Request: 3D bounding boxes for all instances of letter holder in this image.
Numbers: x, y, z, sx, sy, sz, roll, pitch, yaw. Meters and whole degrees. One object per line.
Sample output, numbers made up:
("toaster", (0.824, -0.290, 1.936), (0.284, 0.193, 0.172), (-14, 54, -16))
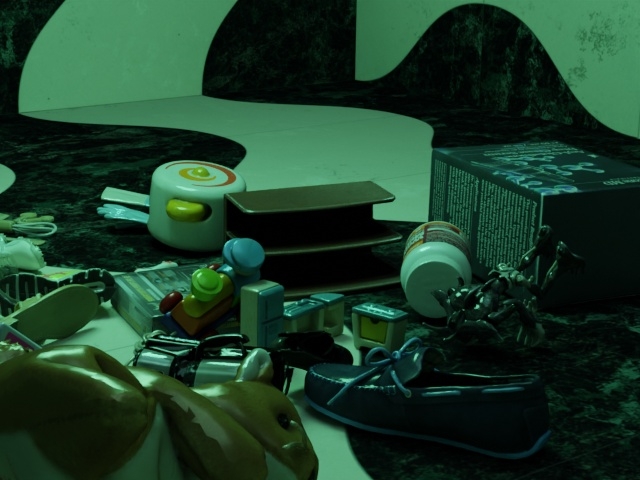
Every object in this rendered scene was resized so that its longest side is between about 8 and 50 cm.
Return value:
("letter holder", (0.000, 0.000, 2.232), (0.302, 0.152, 0.214), (-6, 19, -23))

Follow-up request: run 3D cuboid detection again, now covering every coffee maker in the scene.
("coffee maker", (-0.147, 0.192, 1.653), (0.178, 0.120, 0.171), (6, -17, 15))

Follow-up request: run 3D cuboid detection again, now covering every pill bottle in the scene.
("pill bottle", (0.199, 0.050, 2.114), (0.121, 0.121, 0.221), (3, 16, 6))

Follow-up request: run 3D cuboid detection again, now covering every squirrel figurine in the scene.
("squirrel figurine", (-0.204, 0.206, 1.301), (0.397, 0.281, 0.370), (16, 16, 37))

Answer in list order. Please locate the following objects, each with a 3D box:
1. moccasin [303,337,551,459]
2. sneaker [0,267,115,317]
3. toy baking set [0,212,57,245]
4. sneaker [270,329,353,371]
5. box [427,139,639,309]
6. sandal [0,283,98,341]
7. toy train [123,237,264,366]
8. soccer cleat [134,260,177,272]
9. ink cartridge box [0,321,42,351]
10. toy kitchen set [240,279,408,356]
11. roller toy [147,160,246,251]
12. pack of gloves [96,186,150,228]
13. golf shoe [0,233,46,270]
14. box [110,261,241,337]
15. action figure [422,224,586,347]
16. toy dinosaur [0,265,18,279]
("moccasin", (0.141, 0.190, 1.627), (0.342, 0.117, 0.138), (7, 17, 22))
("sneaker", (-0.448, 0.091, 2.045), (0.208, 0.081, 0.094), (-4, 0, -16))
("toy baking set", (-0.644, -0.034, 2.531), (0.196, 0.030, 0.256), (-3, 16, -14))
("sneaker", (-0.003, 0.158, 1.742), (0.170, 0.051, 0.089), (14, -20, -34))
("box", (0.418, -0.042, 2.287), (0.293, 0.212, 0.395), (-6, 18, -24))
("sandal", (-0.453, 0.118, 1.906), (0.079, 0.088, 0.240), (17, 26, 28))
("toy train", (-0.186, 0.098, 1.829), (0.105, 0.143, 0.248), (44, 53, 13))
("soccer cleat", (-0.296, 0.059, 2.233), (0.083, 0.029, 0.035), (-9, 27, -22))
("ink cartridge box", (-0.390, 0.170, 1.565), (0.186, 0.065, 0.311), (10, -20, 29))
("toy kitchen set", (0.008, 0.120, 1.858), (0.166, 0.122, 0.207), (13, 20, 36))
("roller toy", (-0.246, -0.076, 2.442), (0.209, 0.146, 0.191), (-10, 28, -39))
("pack of gloves", (-0.355, -0.048, 2.604), (0.232, 0.046, 0.195), (11, 16, -4))
("golf shoe", (-0.582, 0.035, 2.270), (0.176, 0.069, 0.086), (10, 38, 37))
("box", (-0.226, 0.103, 2.024), (0.183, 0.056, 0.231), (-8, 19, -25))
("action figure", (0.289, 0.100, 1.933), (0.275, 0.141, 0.164), (-35, 38, -19))
("toy dinosaur", (-0.611, 0.079, 2.091), (0.118, 0.064, 0.268), (11, 21, 11))
